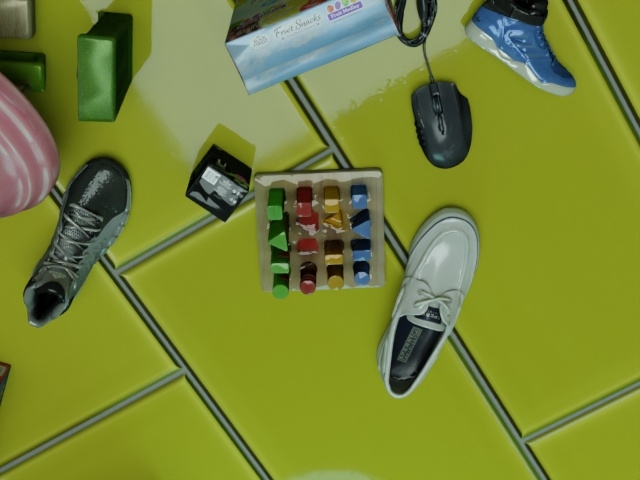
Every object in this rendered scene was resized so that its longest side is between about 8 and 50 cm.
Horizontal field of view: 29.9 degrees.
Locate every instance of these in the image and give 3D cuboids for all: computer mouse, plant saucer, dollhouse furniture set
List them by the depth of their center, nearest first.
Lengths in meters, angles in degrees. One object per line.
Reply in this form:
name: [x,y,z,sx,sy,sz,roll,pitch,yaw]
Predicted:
dollhouse furniture set: [-0.315,-0.302,1.331,0.198,0.151,0.301,4,113,-1]
plant saucer: [-0.460,-0.123,1.347,0.332,0.084,0.332,18,150,11]
computer mouse: [0.134,-0.196,1.434,0.071,0.041,0.242,-13,112,7]

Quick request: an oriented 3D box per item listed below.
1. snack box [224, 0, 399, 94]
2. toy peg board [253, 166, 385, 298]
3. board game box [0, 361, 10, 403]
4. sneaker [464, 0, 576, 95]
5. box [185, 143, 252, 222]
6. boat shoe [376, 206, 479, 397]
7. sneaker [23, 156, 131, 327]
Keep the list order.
snack box: [-0.010,-0.248,1.322,0.175,0.207,0.070,-21,111,8]
toy peg board: [0.000,0.000,1.498,0.161,0.079,0.161,-2,114,2]
board game box: [-0.474,0.313,1.599,0.027,0.145,0.281,18,112,-4]
sneaker: [0.253,-0.238,1.405,0.152,0.058,0.084,33,118,-6]
box: [-0.124,-0.071,1.465,0.062,0.083,0.052,34,108,-13]
boat shoe: [0.141,0.086,1.530,0.095,0.084,0.258,13,113,-5]
sneaker: [-0.303,0.015,1.477,0.086,0.132,0.228,24,112,-9]
